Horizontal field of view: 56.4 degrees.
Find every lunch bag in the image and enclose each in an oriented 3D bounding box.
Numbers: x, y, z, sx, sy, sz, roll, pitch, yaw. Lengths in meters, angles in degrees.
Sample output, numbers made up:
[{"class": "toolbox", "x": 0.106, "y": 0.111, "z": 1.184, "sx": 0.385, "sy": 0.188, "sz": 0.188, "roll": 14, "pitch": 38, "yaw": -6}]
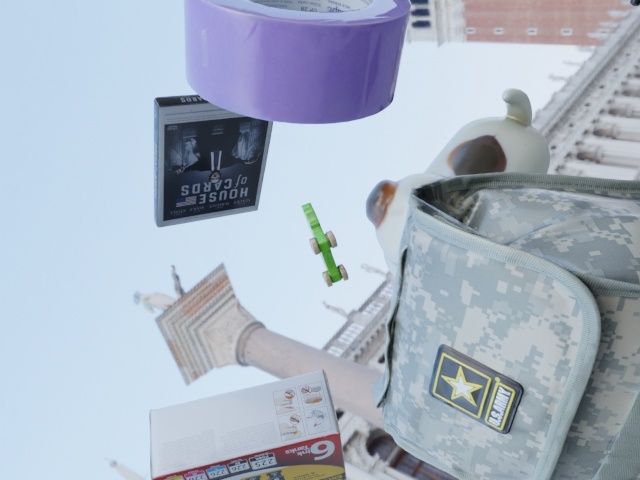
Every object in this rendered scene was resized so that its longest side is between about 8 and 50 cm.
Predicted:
[{"class": "lunch bag", "x": 0.189, "y": 0.080, "z": 0.459, "sx": 0.168, "sy": 0.287, "sz": 0.235, "roll": -85, "pitch": -2, "yaw": -56}]

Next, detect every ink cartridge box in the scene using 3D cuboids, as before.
[{"class": "ink cartridge box", "x": -0.117, "y": 0.388, "z": 1.080, "sx": 0.310, "sy": 0.130, "sz": 0.271, "roll": -13, "pitch": -43, "yaw": -4}]

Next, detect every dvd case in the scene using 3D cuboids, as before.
[{"class": "dvd case", "x": -0.170, "y": -0.124, "z": 0.935, "sx": 0.180, "sy": 0.029, "sz": 0.238, "roll": -12, "pitch": -39, "yaw": -25}]

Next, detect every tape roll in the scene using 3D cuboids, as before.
[{"class": "tape roll", "x": -0.022, "y": -0.176, "z": 0.516, "sx": 0.189, "sy": 0.189, "sz": 0.080, "roll": -33, "pitch": -38, "yaw": -43}]

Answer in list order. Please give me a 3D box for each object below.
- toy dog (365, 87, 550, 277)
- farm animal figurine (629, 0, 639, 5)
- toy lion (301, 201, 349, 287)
[{"class": "toy dog", "x": 0.273, "y": -0.055, "z": 1.120, "sx": 0.408, "sy": 0.285, "sz": 0.395, "roll": -32, "pitch": -27, "yaw": -39}, {"class": "farm animal figurine", "x": 0.431, "y": -0.178, "z": 0.349, "sx": 0.172, "sy": 0.330, "sz": 0.326, "roll": -30, "pitch": -16, "yaw": -46}, {"class": "toy lion", "x": 0.000, "y": 0.000, "z": 0.812, "sx": 0.034, "sy": 0.096, "sz": 0.100, "roll": -23, "pitch": -51, "yaw": -3}]
